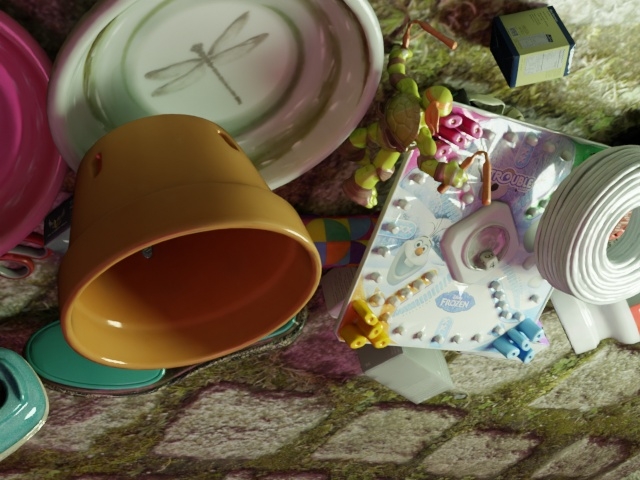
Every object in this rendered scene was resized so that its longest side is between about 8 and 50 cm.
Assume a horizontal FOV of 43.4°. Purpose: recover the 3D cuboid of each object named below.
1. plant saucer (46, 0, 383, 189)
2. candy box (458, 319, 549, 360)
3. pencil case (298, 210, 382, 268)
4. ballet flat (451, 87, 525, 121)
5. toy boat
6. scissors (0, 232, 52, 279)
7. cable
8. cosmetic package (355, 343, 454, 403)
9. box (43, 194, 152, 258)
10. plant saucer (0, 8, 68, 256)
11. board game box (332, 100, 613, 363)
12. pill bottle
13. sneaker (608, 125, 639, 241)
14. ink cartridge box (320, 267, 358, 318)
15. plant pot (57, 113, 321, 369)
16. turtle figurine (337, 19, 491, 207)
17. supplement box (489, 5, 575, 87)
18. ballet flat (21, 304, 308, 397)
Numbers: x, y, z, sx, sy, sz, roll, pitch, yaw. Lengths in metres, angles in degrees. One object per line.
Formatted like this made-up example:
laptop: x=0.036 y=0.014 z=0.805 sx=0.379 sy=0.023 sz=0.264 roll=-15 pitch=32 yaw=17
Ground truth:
plant saucer: x=-0.125 y=-0.198 z=0.965 sx=0.400 sy=0.100 sz=0.400 roll=-15 pitch=148 yaw=-10
candy box: x=0.308 y=0.113 z=1.470 sx=0.165 sy=0.196 sz=0.070 roll=11 pitch=140 yaw=-31
pencil case: x=0.000 y=0.000 z=1.299 sx=0.236 sy=0.104 sz=0.104 roll=0 pitch=141 yaw=-17
ballet flat: x=0.259 y=-0.171 z=1.189 sx=0.203 sy=0.074 sz=0.074 roll=20 pitch=131 yaw=-33
toy boat: x=-0.581 y=0.206 z=1.207 sx=0.267 sy=0.318 sz=0.148 roll=-31 pitch=165 yaw=-42
scissors: x=-0.547 y=0.003 z=1.170 sx=0.297 sy=0.021 sz=0.109 roll=13 pitch=138 yaw=-32
cable: x=0.450 y=-0.018 z=1.218 sx=0.257 sy=0.089 sz=0.257 roll=22 pitch=106 yaw=-35
cosmetic package: x=0.167 y=0.235 z=1.643 sx=0.107 sy=0.127 sz=0.238 roll=-28 pitch=144 yaw=17
box: x=-0.261 y=-0.033 z=1.188 sx=0.233 sy=0.059 sz=0.183 roll=-33 pitch=141 yaw=23
plant saucer: x=-0.448 y=-0.118 z=0.887 sx=0.332 sy=0.084 sz=0.332 roll=-16 pitch=121 yaw=-29
board game box: x=0.254 y=0.011 z=1.222 sx=0.390 sy=0.050 sz=0.390 roll=9 pitch=113 yaw=-31
pill bottle: x=0.619 y=0.071 z=1.518 sx=0.363 sy=0.210 sz=0.210 roll=-24 pitch=143 yaw=12
sneaker: x=0.510 y=-0.103 z=1.345 sx=0.135 sy=0.097 sz=0.276 roll=7 pitch=136 yaw=-28
ink cartridge box: x=0.122 y=0.065 z=1.434 sx=0.148 sy=0.086 sz=0.203 roll=23 pitch=130 yaw=-40
plant pot: x=-0.166 y=-0.008 z=0.940 sx=0.291 sy=0.203 sz=0.291 roll=-15 pitch=148 yaw=-10
turtle figurine: x=0.107 y=-0.130 z=1.039 sx=0.087 sy=0.269 sz=0.217 roll=-5 pitch=157 yaw=-38
supplement box: x=0.279 y=-0.257 z=1.066 sx=0.083 sy=0.083 sz=0.056 roll=-12 pitch=144 yaw=-3
ballet flat: x=-0.258 y=0.184 z=1.414 sx=0.483 sy=0.164 sz=0.182 roll=-12 pitch=161 yaw=-8
